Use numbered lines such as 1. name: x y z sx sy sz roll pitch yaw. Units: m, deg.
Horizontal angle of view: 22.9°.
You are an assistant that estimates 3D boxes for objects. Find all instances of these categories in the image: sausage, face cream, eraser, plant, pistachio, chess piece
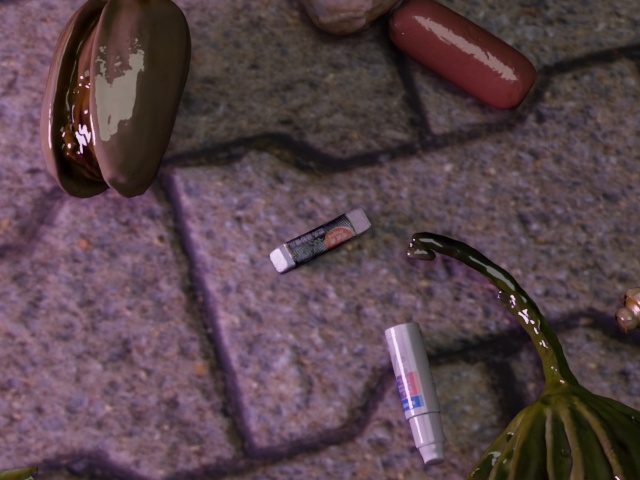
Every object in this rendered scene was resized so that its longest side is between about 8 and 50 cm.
1. sausage: 0.136 -0.183 1.539 0.154 0.062 0.062 31 71 2
2. face cream: 0.090 0.141 1.448 0.034 0.034 0.130 -11 76 -11
3. eraser: 0.000 0.000 1.486 0.099 0.019 0.027 -26 78 -16
4. plant: 0.224 0.136 1.398 0.251 0.180 0.333 3 72 -20
5. pistachio: -0.185 -0.137 1.455 0.130 0.131 0.206 -1 73 39
6. chess piece: 0.356 0.042 1.508 0.172 0.060 0.060 -27 79 -13

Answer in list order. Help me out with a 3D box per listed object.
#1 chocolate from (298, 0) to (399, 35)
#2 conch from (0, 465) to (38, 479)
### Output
1. chocolate: 0.066 -0.345 1.521 0.134 0.134 0.309 24 91 0
2. conch: -0.342 0.237 1.340 0.201 0.079 0.094 4 91 -16
